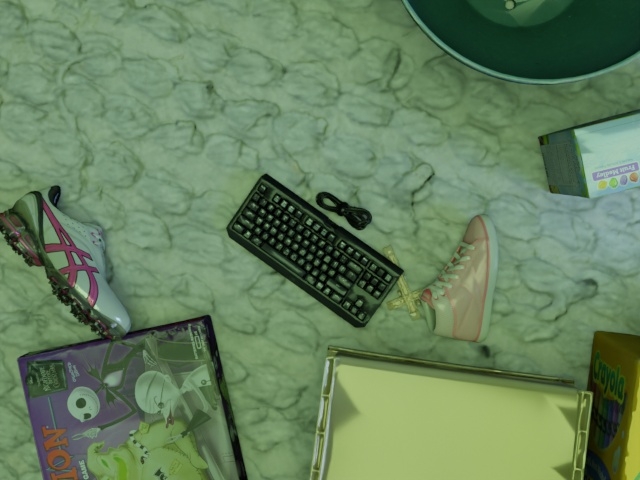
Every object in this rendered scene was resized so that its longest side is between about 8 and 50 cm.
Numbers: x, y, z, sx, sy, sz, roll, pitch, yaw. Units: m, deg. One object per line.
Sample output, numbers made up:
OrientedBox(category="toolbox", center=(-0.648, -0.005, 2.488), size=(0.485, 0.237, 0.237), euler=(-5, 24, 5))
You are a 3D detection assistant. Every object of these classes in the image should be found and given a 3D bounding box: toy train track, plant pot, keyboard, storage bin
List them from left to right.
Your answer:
OrientedBox(category="keyboard", center=(0.000, 0.000, 1.150), size=(0.180, 0.023, 0.108), euler=(35, 94, 4))
OrientedBox(category="toy train track", center=(0.086, 0.045, 1.158), size=(0.048, 0.014, 0.083), euler=(-23, 91, 4))
OrientedBox(category="storage bin", center=(0.118, 0.252, 1.095), size=(0.262, 0.123, 0.260), euler=(8, 86, 2))
OrientedBox(category="plant pot", center=(0.201, -0.285, 1.045), size=(0.290, 0.195, 0.290), euler=(0, 92, 3))

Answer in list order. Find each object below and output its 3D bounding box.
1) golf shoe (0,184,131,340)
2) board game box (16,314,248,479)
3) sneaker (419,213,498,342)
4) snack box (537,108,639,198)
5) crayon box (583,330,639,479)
OrientedBox(category="golf shoe", center=(-0.251, 0.020, 1.139), size=(0.086, 0.067, 0.186), euler=(-39, 81, -19))
OrientedBox(category="board game box", center=(-0.182, 0.269, 1.168), size=(0.208, 0.056, 0.346), euler=(-12, 92, 8))
OrientedBox(category="sneaker", center=(0.141, 0.038, 1.130), size=(0.070, 0.051, 0.134), euler=(3, 97, -13))
OrientedBox(category="snack box", center=(0.311, -0.092, 1.043), size=(0.175, 0.207, 0.070), euler=(-14, 92, 4))
OrientedBox(category="crayon box", center=(0.307, 0.211, 1.060), size=(0.083, 0.203, 0.322), euler=(8, 93, 3))
